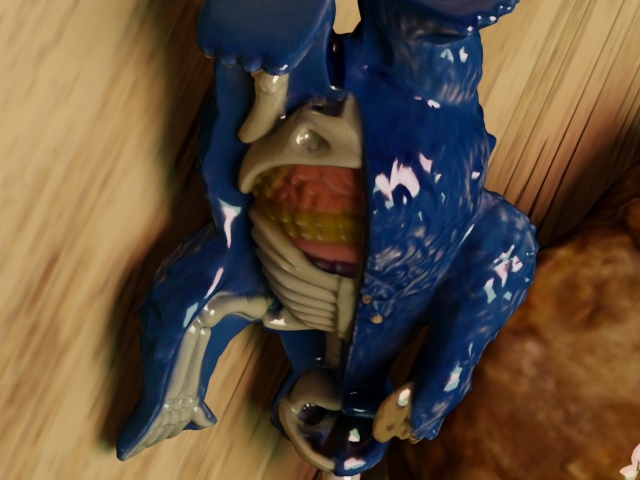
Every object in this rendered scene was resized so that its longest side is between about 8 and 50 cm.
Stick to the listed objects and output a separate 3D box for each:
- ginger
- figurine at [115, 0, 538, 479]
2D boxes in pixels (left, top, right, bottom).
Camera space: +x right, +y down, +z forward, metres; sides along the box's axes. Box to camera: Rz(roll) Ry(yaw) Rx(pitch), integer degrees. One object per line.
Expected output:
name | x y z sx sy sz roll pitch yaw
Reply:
ginger | 0.148 0.086 0.759 0.357 0.152 0.274 -38 163 -42
figurine | 0.008 -0.005 0.622 0.164 0.121 0.262 8 122 -12
